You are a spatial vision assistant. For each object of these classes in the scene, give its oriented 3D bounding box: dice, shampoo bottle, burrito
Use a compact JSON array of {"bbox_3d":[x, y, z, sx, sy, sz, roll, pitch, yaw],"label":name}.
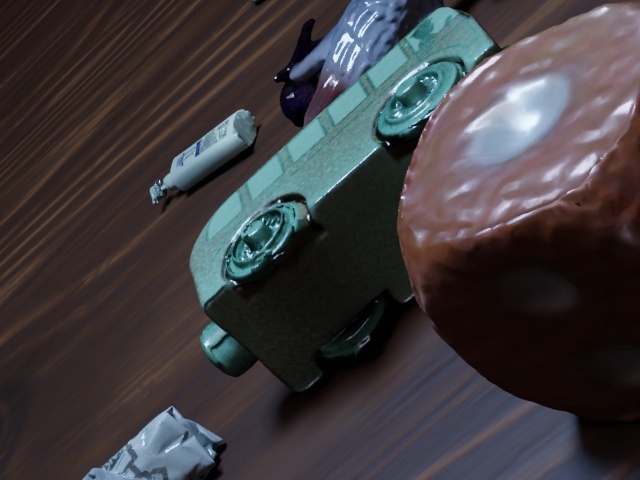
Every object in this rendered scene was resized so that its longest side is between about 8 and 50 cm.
[{"bbox_3d":[0.161,-0.011,0.861,0.175,0.179,0.174,-19,37,38],"label":"dice"},{"bbox_3d":[-0.123,-0.081,1.565,0.141,0.034,0.049,-32,37,31],"label":"shampoo bottle"},{"bbox_3d":[-0.165,0.207,1.201,0.203,0.064,0.064,-40,27,16],"label":"burrito"}]

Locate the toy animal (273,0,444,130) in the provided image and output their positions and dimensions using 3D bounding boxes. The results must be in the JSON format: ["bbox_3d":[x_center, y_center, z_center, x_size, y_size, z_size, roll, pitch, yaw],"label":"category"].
[{"bbox_3d":[0.068,-0.198,1.359,0.324,0.090,0.195,-35,28,30],"label":"toy animal"}]

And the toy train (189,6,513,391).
[{"bbox_3d":[0.035,-0.030,1.138,0.326,0.129,0.159,-42,24,10],"label":"toy train"}]
